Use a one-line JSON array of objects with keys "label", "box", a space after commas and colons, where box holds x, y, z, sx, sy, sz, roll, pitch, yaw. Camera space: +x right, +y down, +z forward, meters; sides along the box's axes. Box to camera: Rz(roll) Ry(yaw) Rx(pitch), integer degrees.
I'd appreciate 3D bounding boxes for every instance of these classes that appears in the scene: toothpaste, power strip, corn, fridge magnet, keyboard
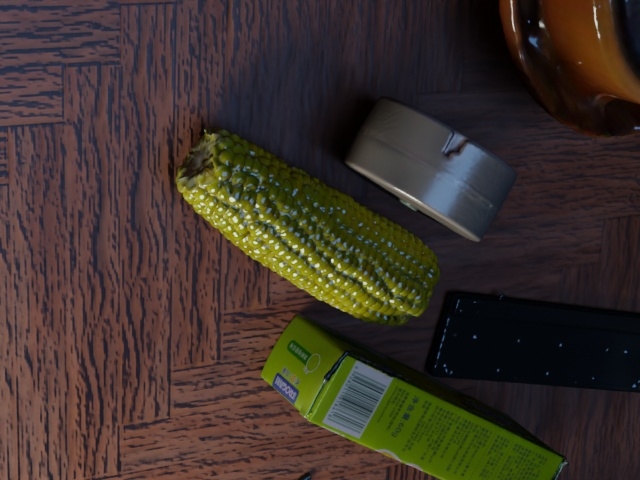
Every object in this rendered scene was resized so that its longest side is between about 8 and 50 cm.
[{"label": "toothpaste", "box": [0.097, 0.178, 1.430, 0.327, 0.110, 0.077, 28, 92, -33]}, {"label": "power strip", "box": [0.100, -0.065, 1.321, 0.154, 0.154, 0.078, 30, 90, -33]}, {"label": "corn", "box": [0.000, 0.000, 1.319, 0.310, 0.101, 0.101, 28, 93, -35]}, {"label": "fridge magnet", "box": [0.314, -0.271, 1.347, 0.363, 0.155, 0.363, -16, 117, -33]}, {"label": "keyboard", "box": [0.255, 0.111, 1.546, 0.310, 0.018, 0.101, 7, 106, -30]}]

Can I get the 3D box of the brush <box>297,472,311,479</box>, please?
[{"label": "brush", "box": [-0.041, 0.266, 1.449, 0.083, 0.008, 0.024, -42, 121, -10]}]
